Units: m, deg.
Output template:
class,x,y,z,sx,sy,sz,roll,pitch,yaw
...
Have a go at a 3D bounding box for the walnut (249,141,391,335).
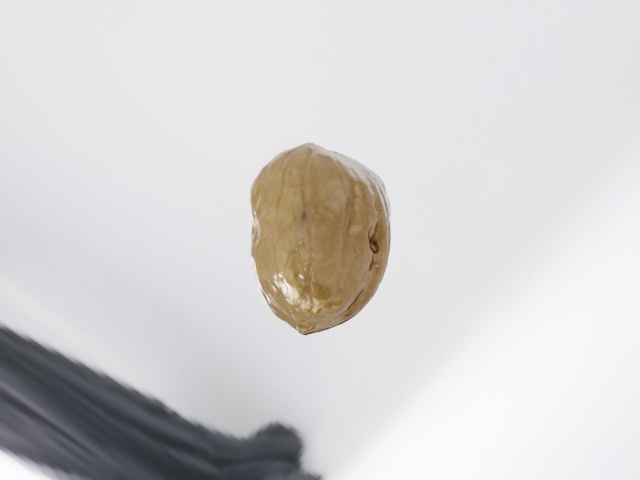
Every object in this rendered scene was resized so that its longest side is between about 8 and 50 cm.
class,x,y,z,sx,sy,sz,roll,pitch,yaw
walnut,0.000,0.000,1.434,0.144,0.144,0.180,-177,91,-80
